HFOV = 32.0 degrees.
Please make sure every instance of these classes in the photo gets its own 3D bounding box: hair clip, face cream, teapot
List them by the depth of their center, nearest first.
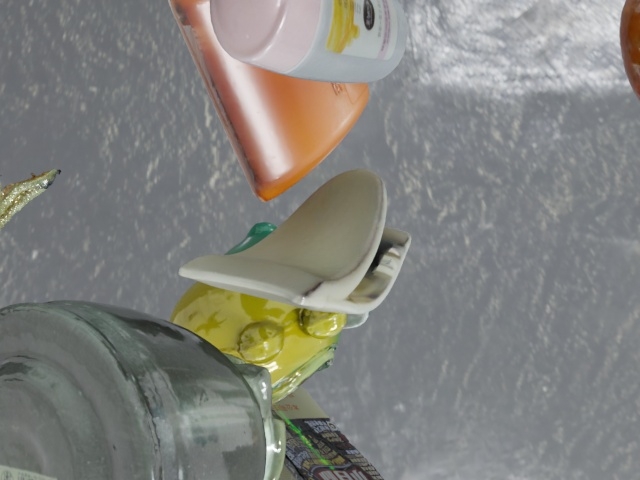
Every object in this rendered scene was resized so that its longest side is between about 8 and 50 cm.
[{"bbox_3d":[-0.002,-0.143,0.706,0.057,0.198,0.084,1,94,22],"label":"face cream"},{"bbox_3d":[-0.158,0.202,0.868,0.239,0.240,0.321,3,110,-54],"label":"teapot"},{"bbox_3d":[0.000,0.019,1.255,0.173,0.282,0.113,10,127,34],"label":"hair clip"}]

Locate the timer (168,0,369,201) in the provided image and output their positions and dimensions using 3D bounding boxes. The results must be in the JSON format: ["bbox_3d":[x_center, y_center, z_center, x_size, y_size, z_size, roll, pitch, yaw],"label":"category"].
[{"bbox_3d":[-0.069,-0.201,1.273,0.161,0.250,0.257,-15,111,22],"label":"timer"}]

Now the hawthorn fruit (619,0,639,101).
[{"bbox_3d":[0.414,-0.220,1.099,0.231,0.262,0.235,19,135,-8],"label":"hawthorn fruit"}]

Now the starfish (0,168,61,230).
[{"bbox_3d":[-0.417,0.055,1.178,0.078,0.358,0.347,37,109,3],"label":"starfish"}]

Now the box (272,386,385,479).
[{"bbox_3d":[-0.039,0.324,1.691,0.198,0.310,0.084,14,116,-53],"label":"box"}]

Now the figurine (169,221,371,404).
[{"bbox_3d":[-0.074,0.099,1.556,0.324,0.340,0.231,-13,101,28],"label":"figurine"}]
